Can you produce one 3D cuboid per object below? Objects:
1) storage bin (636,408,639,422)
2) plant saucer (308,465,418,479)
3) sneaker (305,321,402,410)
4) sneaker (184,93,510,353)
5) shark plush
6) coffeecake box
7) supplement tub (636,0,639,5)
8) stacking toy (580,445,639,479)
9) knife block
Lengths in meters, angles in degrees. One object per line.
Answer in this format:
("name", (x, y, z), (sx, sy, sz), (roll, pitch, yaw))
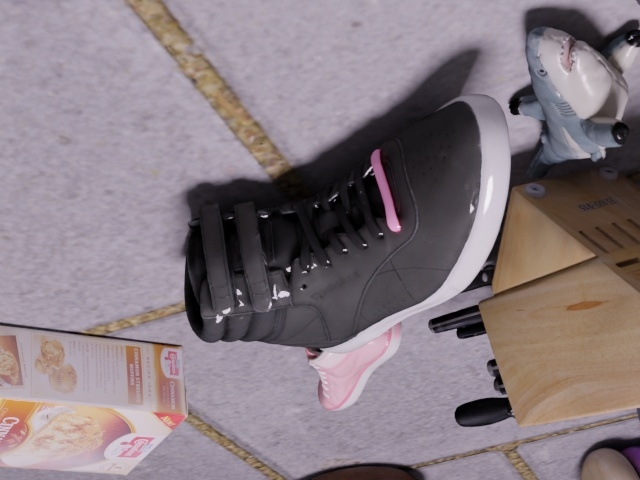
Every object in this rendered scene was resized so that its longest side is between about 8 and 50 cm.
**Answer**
("storage bin", (0.382, 0.221, 1.149), (0.084, 0.180, 0.122), (-23, 147, 27))
("plant saucer", (0.041, 0.294, 1.354), (0.168, 0.029, 0.168), (-5, 150, -3))
("sneaker", (0.009, 0.098, 0.987), (0.070, 0.051, 0.134), (8, 143, -22))
("sneaker", (0.000, 0.001, 0.756), (0.147, 0.104, 0.296), (2, 154, -26))
("shark plush", (0.149, -0.085, 0.728), (0.067, 0.073, 0.161), (12, 172, 5))
("coffeecake box", (-0.225, 0.136, 0.983), (0.185, 0.068, 0.142), (10, 145, -28))
("supplement tub", (0.251, -0.141, 0.569), (0.198, 0.106, 0.106), (1, 149, -14))
("stacking toy", (0.473, 0.279, 1.345), (0.330, 0.141, 0.141), (-9, 151, -10))
("knife block", (0.184, 0.086, 0.813), (0.088, 0.276, 0.242), (-14, 127, -26))
